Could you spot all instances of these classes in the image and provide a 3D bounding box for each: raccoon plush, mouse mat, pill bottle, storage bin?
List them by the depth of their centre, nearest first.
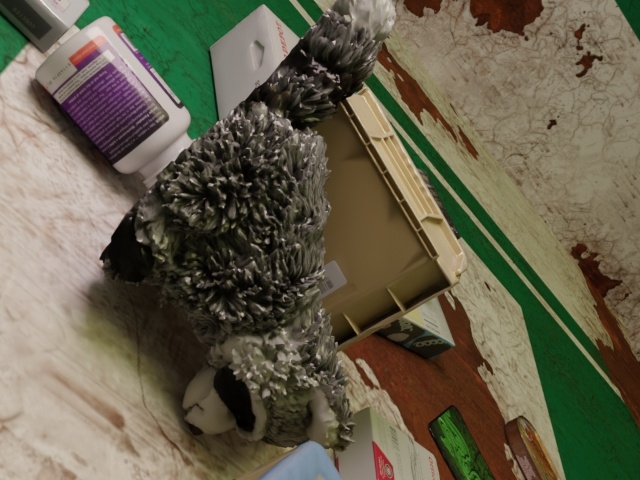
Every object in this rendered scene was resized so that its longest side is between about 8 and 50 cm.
[{"bbox_3d":[0.000,0.000,0.785,0.299,0.446,0.216,42,11,-3],"label":"raccoon plush"},{"bbox_3d":[-0.217,-0.144,0.903,0.193,0.108,0.108,51,24,-15],"label":"pill bottle"},{"bbox_3d":[-0.002,-0.005,0.946,0.260,0.262,0.123,60,19,7],"label":"storage bin"},{"bbox_3d":[0.243,0.367,1.299,0.190,0.007,0.152,61,23,10],"label":"mouse mat"}]

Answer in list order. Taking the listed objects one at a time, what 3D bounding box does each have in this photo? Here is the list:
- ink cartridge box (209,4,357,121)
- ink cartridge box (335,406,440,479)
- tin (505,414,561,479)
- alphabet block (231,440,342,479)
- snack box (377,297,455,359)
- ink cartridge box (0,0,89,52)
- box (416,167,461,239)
[{"bbox_3d":[-0.029,-0.205,1.329,0.307,0.129,0.223,35,32,-42],"label":"ink cartridge box"},{"bbox_3d":[0.088,0.297,1.004,0.150,0.063,0.109,42,27,-33],"label":"ink cartridge box"},{"bbox_3d":[0.412,0.428,1.522,0.106,0.040,0.190,20,42,-61],"label":"tin"},{"bbox_3d":[-0.065,0.285,0.545,0.193,0.197,0.192,61,22,7],"label":"alphabet block"},{"bbox_3d":[0.099,0.067,1.325,0.322,0.060,0.187,32,33,-46],"label":"snack box"},{"bbox_3d":[-0.357,-0.354,0.964,0.189,0.066,0.232,45,30,-26],"label":"ink cartridge box"},{"bbox_3d":[0.206,-0.077,1.729,0.231,0.056,0.183,6,55,-62],"label":"box"}]
